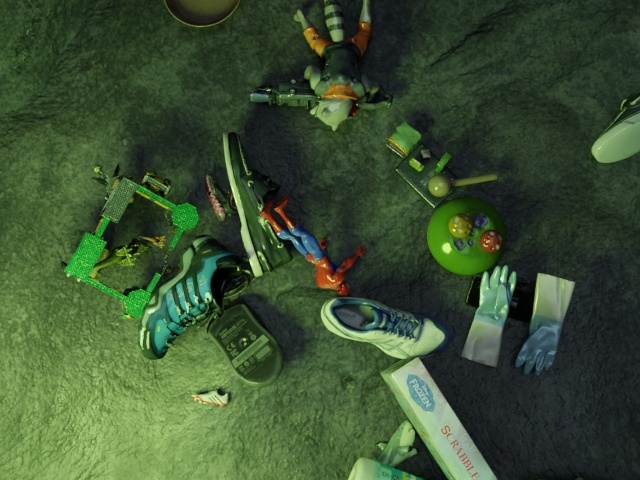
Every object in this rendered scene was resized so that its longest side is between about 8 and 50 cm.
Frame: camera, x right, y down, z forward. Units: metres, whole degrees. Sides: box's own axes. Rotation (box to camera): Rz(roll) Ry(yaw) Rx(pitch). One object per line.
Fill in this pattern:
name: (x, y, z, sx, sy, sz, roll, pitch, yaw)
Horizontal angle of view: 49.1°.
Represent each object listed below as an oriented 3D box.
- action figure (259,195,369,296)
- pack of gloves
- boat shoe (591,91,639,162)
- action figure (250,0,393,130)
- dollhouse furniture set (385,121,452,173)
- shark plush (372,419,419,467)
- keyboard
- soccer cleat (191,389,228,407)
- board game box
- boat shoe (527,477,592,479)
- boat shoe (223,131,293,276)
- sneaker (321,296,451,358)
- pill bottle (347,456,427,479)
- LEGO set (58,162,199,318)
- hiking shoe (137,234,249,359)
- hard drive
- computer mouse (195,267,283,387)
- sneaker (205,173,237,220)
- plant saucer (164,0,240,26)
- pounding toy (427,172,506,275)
action figure: (0.000, 0.000, 1.585, 0.280, 0.091, 0.139, 54, 54, -20)
pack of gloves: (0.441, 0.177, 1.573, 0.195, 0.046, 0.232, 15, 94, 16)
boat shoe: (0.748, -0.297, 1.627, 0.301, 0.108, 0.102, -37, 48, 8)
action figure: (-0.002, -0.414, 1.637, 0.341, 0.178, 0.330, -5, 71, -1)
dollhouse furniture set: (0.227, -0.215, 1.624, 0.151, 0.058, 0.076, 39, 83, 8)
shark plush: (0.148, 0.471, 1.552, 0.161, 0.073, 0.067, -44, 60, 15)
keyboard: (0.434, 0.124, 1.602, 0.192, 0.038, 0.100, 17, 104, 4)
soccer cleat: (-0.249, 0.353, 1.585, 0.083, 0.029, 0.035, 12, 72, 1)
board game box: (0.241, 0.387, 1.413, 0.066, 0.319, 0.318, -32, 81, -5)
boat shoe: (0.569, 0.562, 1.486, 0.305, 0.091, 0.109, 12, 118, 6)
boat shoe: (-0.140, -0.094, 1.608, 0.113, 0.127, 0.340, -14, 82, -1)
sneaker: (0.145, 0.194, 1.545, 0.296, 0.131, 0.112, 10, 79, 2)
pill bottle: (0.180, 0.564, 1.459, 0.264, 0.146, 0.146, 21, 82, 1)
LEGO set: (-0.445, 0.002, 1.606, 0.255, 0.192, 0.331, 22, 84, -24)
hiking shoe: (-0.287, 0.135, 1.535, 0.132, 0.113, 0.304, 26, 83, 26)
hard drive: (0.253, -0.153, 1.654, 0.094, 0.022, 0.135, -43, 82, -5)
computer mouse: (-0.172, 0.212, 1.589, 0.188, 0.072, 0.272, -35, 68, -2)
sneaker: (-0.234, -0.106, 1.659, 0.057, 0.047, 0.119, -22, 84, -17)
plant saucer: (-0.291, -0.618, 1.749, 0.198, 0.036, 0.198, 0, 80, 2)
pounding toy: (0.339, -0.041, 1.575, 0.183, 0.110, 0.237, -4, 86, -4)
